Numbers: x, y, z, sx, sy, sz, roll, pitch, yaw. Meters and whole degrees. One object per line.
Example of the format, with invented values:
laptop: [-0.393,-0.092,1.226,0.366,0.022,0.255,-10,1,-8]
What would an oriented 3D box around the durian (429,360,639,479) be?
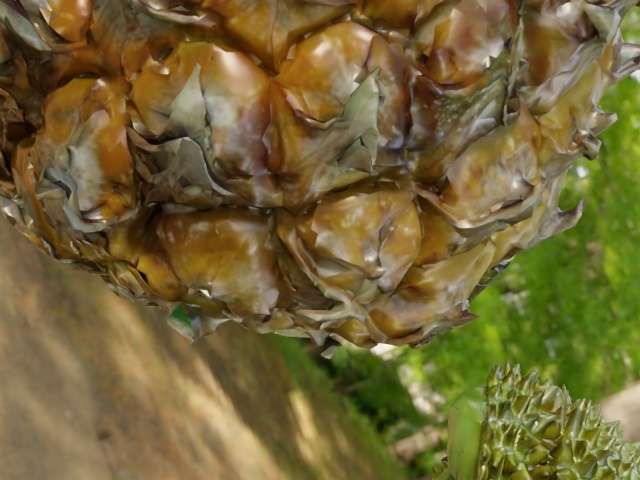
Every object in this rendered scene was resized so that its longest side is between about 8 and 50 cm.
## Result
durian: [0.139,0.215,0.923,0.176,0.237,0.200,27,3,7]

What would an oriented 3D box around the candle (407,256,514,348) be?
candle: [0.088,0.034,0.975,0.052,0.131,0.052,23,41,-21]

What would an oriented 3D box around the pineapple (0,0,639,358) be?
pineapple: [-0.017,-0.117,0.609,0.352,0.352,0.300,-75,-174,-80]

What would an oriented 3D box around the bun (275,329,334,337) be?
bun: [0.000,0.000,1.353,0.222,0.222,0.127,61,11,-51]
